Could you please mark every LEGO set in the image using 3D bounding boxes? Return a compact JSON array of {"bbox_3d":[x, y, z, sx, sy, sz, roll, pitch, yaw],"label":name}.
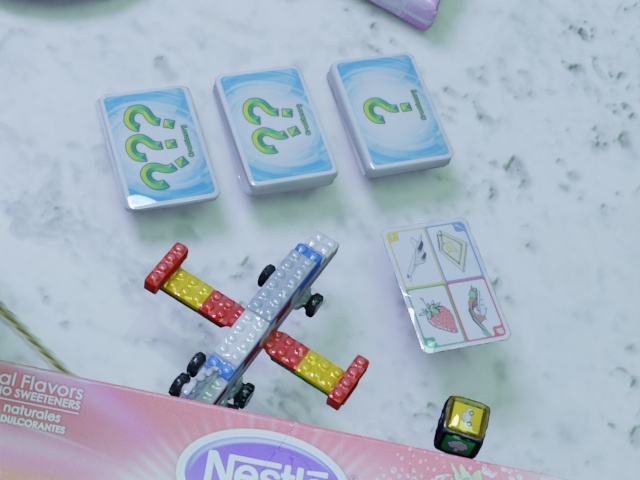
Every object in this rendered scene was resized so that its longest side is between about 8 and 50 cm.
[{"bbox_3d":[0.000,0.000,0.710,0.182,0.060,0.244,-9,59,-16],"label":"LEGO set"}]

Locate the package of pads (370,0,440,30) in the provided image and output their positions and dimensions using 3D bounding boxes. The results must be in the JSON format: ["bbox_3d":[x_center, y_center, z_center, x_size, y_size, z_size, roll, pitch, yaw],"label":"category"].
[{"bbox_3d":[0.037,-0.160,0.810,0.083,0.032,0.050,28,67,-4],"label":"package of pads"}]

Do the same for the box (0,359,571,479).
[{"bbox_3d":[-0.046,0.157,0.627,0.300,0.154,0.142,13,71,-9],"label":"box"}]
